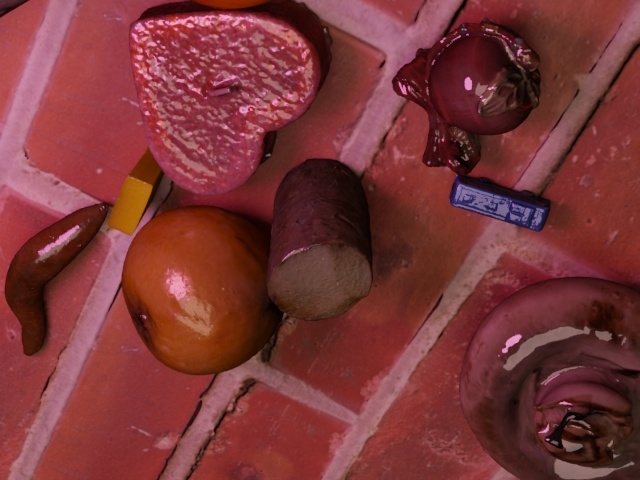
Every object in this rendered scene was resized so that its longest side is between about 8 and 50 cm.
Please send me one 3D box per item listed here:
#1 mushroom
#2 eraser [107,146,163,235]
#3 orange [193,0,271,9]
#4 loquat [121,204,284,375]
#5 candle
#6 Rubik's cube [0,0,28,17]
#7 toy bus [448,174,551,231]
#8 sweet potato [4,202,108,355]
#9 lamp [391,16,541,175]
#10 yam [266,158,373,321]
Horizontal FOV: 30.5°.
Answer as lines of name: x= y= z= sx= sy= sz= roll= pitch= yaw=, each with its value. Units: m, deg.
mushroom: x=0.390 y=0.238 z=1.774 sx=0.362 sy=0.294 sz=0.362 roll=3 pitch=116 yaw=6
eraser: x=-0.280 y=-0.078 z=1.823 sx=0.045 sy=0.122 sz=0.097 roll=24 pitch=118 yaw=-5
orange: x=-0.127 y=-0.445 z=1.563 sx=0.284 sy=0.226 sz=0.284 roll=6 pitch=120 yaw=10
loquat: x=-0.185 y=0.076 z=1.810 sx=0.263 sy=0.263 sz=0.263 roll=4 pitch=117 yaw=7
candle: x=-0.154 y=-0.238 z=1.723 sx=0.287 sy=0.131 sz=0.317 roll=41 pitch=114 yaw=-9
Rubik's cube: x=-0.517 y=-0.469 z=1.509 sx=0.344 sy=0.347 sz=0.346 roll=-3 pitch=116 yaw=24
toy bus: x=0.272 y=-0.056 z=1.780 sx=0.153 sy=0.061 sz=0.051 roll=17 pitch=112 yaw=2
sweet potato: x=-0.463 y=0.061 z=1.947 sx=0.108 sy=0.079 sz=0.346 roll=22 pitch=121 yaw=-16
lamp: x=0.228 y=-0.209 z=1.677 sx=0.223 sy=0.151 sz=0.215 roll=2 pitch=120 yaw=58
yam: x=0.000 y=0.000 z=1.749 sx=0.161 sy=0.268 sz=0.161 roll=-1 pitch=121 yaw=-1
